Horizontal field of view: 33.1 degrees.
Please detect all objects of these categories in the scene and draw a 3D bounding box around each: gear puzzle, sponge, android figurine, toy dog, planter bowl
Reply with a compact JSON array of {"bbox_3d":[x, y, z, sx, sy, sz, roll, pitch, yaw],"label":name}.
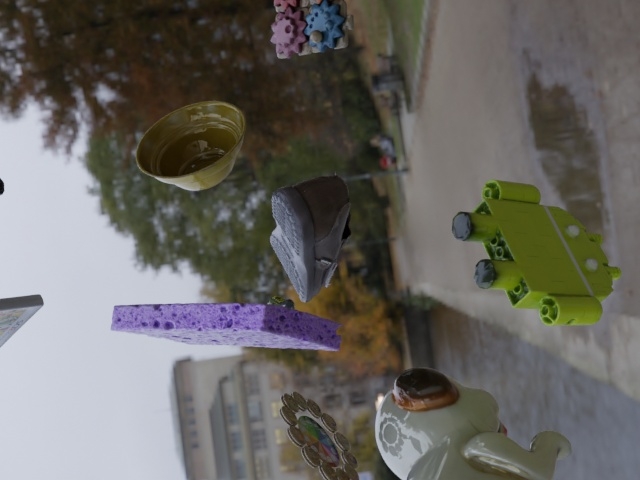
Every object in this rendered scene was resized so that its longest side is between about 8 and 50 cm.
[{"bbox_3d":[-0.028,-0.482,1.804,0.044,0.175,0.339,-4,-87,-49],"label":"gear puzzle"},{"bbox_3d":[-0.095,0.085,1.076,0.117,0.210,0.031,19,-107,-50],"label":"sponge"},{"bbox_3d":[0.319,0.019,1.543,0.056,0.273,0.248,-53,44,40],"label":"android figurine"},{"bbox_3d":[0.205,0.405,1.698,0.284,0.395,0.408,80,-179,-53],"label":"toy dog"},{"bbox_3d":[-0.227,-0.159,2.012,0.217,0.217,0.090,-95,-13,-47],"label":"planter bowl"}]

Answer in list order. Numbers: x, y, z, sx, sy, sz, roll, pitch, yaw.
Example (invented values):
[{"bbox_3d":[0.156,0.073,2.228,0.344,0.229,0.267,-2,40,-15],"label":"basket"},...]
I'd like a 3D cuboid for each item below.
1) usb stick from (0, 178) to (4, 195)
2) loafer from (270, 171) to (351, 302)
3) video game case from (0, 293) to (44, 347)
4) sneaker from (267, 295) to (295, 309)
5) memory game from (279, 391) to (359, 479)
[{"bbox_3d":[-0.720,-0.089,1.995,0.278,0.077,0.045,-13,-59,-44],"label":"usb stick"},{"bbox_3d":[0.000,0.000,1.811,0.134,0.130,0.366,62,169,15],"label":"loafer"},{"bbox_3d":[-0.606,0.158,1.795,0.227,0.206,0.026,-5,-117,-49],"label":"video game case"},{"bbox_3d":[-0.065,0.100,1.650,0.083,0.031,0.035,-36,60,59],"label":"sneaker"},{"bbox_3d":[0.000,0.316,1.713,0.186,0.012,0.186,46,-164,-16],"label":"memory game"}]
